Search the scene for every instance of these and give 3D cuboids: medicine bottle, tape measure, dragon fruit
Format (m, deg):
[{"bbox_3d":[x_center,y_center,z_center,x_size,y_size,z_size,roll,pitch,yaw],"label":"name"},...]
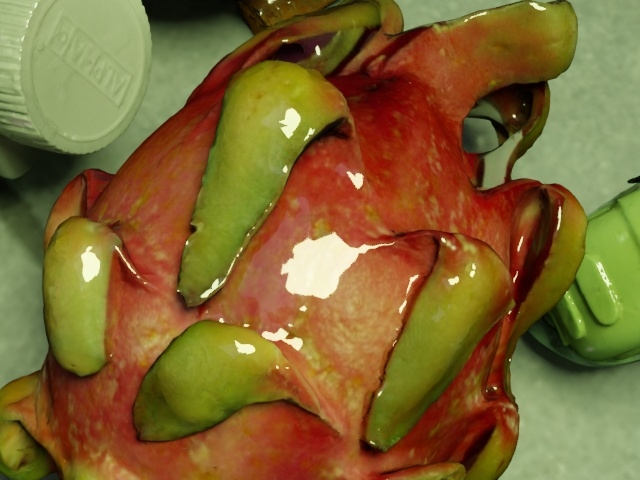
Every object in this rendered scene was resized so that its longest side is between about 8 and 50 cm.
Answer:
[{"bbox_3d":[-0.181,-0.101,0.578,0.188,0.132,0.088,14,61,31],"label":"medicine bottle"},{"bbox_3d":[0.185,0.006,0.593,0.177,0.154,0.087,-25,81,1],"label":"tape measure"},{"bbox_3d":[-0.002,0.016,0.549,0.227,0.243,0.307,24,33,30],"label":"dragon fruit"}]

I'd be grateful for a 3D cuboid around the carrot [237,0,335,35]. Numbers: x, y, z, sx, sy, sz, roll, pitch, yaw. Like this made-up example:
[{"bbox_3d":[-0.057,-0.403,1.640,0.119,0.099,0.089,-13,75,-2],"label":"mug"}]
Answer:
[{"bbox_3d":[0.020,-0.177,0.709,0.161,0.055,0.055,-37,76,-10],"label":"carrot"}]
